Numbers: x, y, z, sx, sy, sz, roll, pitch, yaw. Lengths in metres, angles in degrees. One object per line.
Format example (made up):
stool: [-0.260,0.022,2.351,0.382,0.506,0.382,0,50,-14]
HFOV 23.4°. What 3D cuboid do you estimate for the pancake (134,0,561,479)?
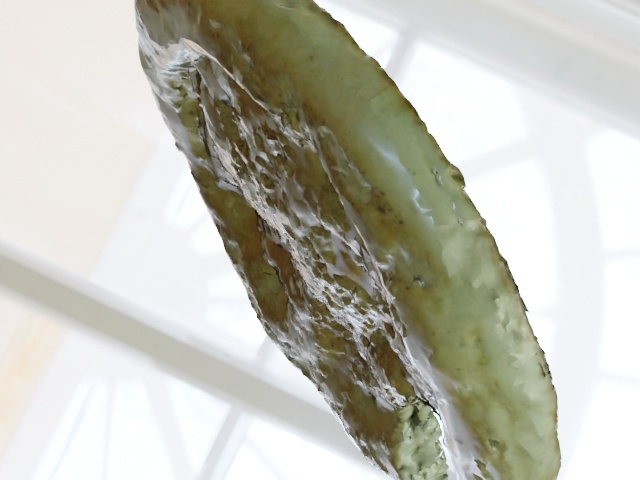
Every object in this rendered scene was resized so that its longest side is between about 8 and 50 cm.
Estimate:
pancake: [0.000,0.000,0.588,0.037,0.253,0.253,-32,164,-16]
